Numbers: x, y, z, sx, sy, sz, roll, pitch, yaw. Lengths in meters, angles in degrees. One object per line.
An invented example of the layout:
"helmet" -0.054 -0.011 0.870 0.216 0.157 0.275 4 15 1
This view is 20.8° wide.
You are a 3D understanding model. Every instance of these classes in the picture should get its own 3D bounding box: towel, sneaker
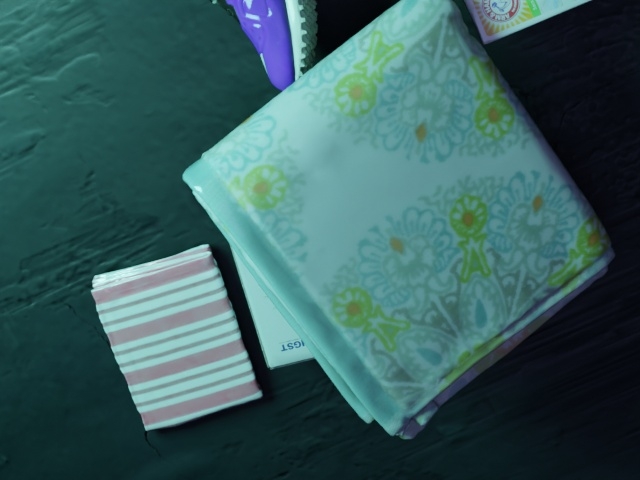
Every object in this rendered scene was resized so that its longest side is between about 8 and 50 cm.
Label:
"towel" -0.158 0.110 1.941 0.144 0.029 0.197 -16 110 7
"towel" 0.089 -0.021 1.766 0.320 0.090 0.374 -39 111 -6
"sneaker" -0.095 -0.287 1.767 0.146 0.102 0.293 -11 104 10

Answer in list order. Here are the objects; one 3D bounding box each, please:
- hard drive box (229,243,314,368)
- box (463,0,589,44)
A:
"hard drive box" 0.000 0.000 1.861 0.181 0.089 0.232 -14 108 6
"box" 0.231 -0.292 1.743 0.203 0.103 0.114 -22 107 9
